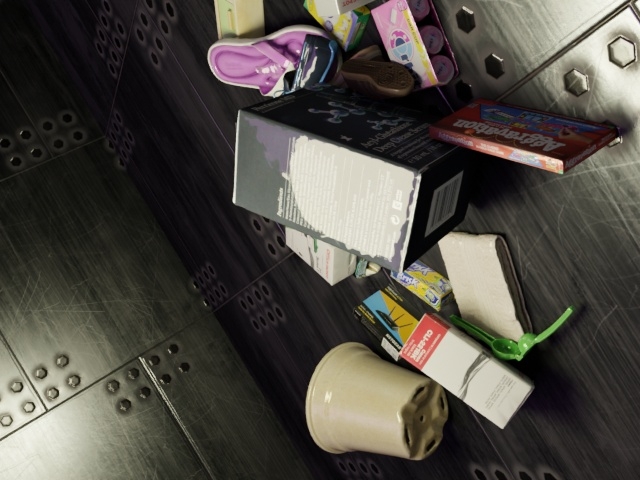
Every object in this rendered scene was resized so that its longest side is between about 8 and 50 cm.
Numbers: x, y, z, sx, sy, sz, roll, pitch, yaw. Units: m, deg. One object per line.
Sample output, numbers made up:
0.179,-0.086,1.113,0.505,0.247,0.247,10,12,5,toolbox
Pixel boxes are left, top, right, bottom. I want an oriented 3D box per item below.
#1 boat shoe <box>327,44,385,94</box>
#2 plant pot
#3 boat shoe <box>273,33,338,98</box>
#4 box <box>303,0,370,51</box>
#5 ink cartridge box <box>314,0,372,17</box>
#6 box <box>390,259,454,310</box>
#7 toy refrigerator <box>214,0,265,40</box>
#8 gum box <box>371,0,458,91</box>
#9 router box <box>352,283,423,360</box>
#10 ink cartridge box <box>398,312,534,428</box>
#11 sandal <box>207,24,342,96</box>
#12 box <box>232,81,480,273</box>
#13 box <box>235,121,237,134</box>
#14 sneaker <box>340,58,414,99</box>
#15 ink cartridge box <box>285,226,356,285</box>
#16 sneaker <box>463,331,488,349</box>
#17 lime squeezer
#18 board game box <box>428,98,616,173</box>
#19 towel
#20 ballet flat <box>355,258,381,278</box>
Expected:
0.068,-0.324,1.551,0.092,0.102,0.285,61,147,8,boat shoe
0.182,0.479,1.972,0.305,0.334,0.334,4,121,44,plant pot
-0.045,-0.365,1.581,0.089,0.109,0.258,26,126,-7,boat shoe
0.027,-0.511,1.495,0.179,0.043,0.105,52,152,17,box
0.041,-0.542,1.347,0.072,0.127,0.175,18,133,49,ink cartridge box
0.251,0.099,1.705,0.169,0.059,0.054,36,143,37,box
-0.211,-0.598,1.750,0.102,0.094,0.270,40,147,33,toy refrigerator
0.184,-0.381,1.336,0.107,0.062,0.188,-2,116,60,gum box
0.194,0.216,1.838,0.179,0.133,0.046,44,150,26,router box
0.330,0.285,1.547,0.273,0.114,0.197,34,-176,17,ink cartridge box
-0.126,-0.419,1.685,0.416,0.102,0.169,6,132,38,sandal
0.073,-0.144,1.370,0.395,0.293,0.212,22,123,26,box
-0.168,-0.236,2.076,0.232,0.059,0.183,43,149,31,box
0.122,-0.316,1.386,0.188,0.066,0.071,32,164,41,sneaker
0.000,0.000,1.992,0.219,0.092,0.160,41,148,32,ink cartridge box
0.388,0.313,1.664,0.234,0.084,0.097,45,148,26,sneaker
0.417,0.200,1.463,0.310,0.058,0.110,-14,83,51,lime squeezer
0.338,-0.186,1.184,0.281,0.145,0.027,27,139,46,board game box
0.365,0.111,1.540,0.187,0.049,0.282,5,121,57,towel
0.137,0.055,1.857,0.070,0.070,0.188,45,153,25,ballet flat
